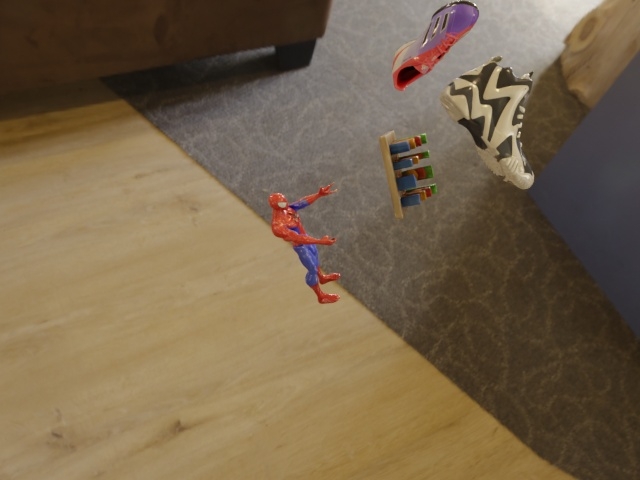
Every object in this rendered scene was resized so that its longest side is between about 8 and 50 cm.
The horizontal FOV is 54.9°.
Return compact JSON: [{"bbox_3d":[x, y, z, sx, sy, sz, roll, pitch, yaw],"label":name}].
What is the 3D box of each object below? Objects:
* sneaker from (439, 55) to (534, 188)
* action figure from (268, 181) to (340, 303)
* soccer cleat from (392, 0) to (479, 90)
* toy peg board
[{"bbox_3d":[0.333,-0.215,1.071,0.153,0.094,0.235,-42,98,1],"label":"sneaker"},{"bbox_3d":[0.000,0.000,1.186,0.139,0.280,0.091,-18,43,18],"label":"action figure"},{"bbox_3d":[0.301,-0.512,1.641,0.109,0.318,0.116,22,64,-24],"label":"soccer cleat"},{"bbox_3d":[0.179,-0.141,1.223,0.079,0.161,0.160,-11,10,15],"label":"toy peg board"}]
